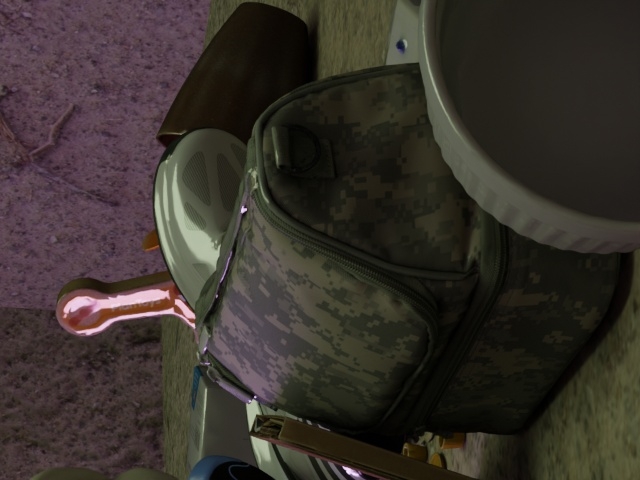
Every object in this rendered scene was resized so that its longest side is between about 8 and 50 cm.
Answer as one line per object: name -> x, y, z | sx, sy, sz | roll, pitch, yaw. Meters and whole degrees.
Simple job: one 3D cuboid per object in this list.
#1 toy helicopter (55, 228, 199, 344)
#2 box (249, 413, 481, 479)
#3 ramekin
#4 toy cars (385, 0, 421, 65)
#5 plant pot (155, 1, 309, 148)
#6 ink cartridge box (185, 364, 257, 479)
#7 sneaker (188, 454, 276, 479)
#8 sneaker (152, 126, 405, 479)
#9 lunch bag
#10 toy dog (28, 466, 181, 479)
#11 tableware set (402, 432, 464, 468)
toy helicopter -> -0.195, 0.056, 2.167 | 0.140, 0.355, 0.235 | -101, 2, -56
box -> 0.050, 0.177, 1.225 | 0.164, 0.201, 0.021 | 151, 137, -78
ramekin -> 0.150, -0.090, 0.818 | 0.109, 0.207, 0.207 | 100, 172, -76
toy cars -> 0.074, -0.267, 1.374 | 0.176, 0.087, 0.393 | 141, 121, -62
plant pot -> -0.104, -0.223, 2.283 | 0.215, 0.215, 0.230 | 152, 136, -78
ink cartridge box -> -0.079, 0.287, 1.953 | 0.171, 0.168, 0.232 | -152, 67, -79
sneaker -> -0.032, 0.293, 1.602 | 0.090, 0.232, 0.081 | -5, 53, 50
sneaker -> -0.019, 0.054, 1.630 | 0.447, 0.169, 0.257 | 67, 152, 8
lunch bag -> 0.049, 0.013, 1.144 | 0.305, 0.256, 0.212 | 112, 160, -60
toy dog -> -0.158, 0.428, 1.624 | 0.395, 0.285, 0.408 | 51, -163, -20
tableware set -> 0.101, 0.188, 1.429 | 0.154, 0.024, 0.104 | 120, 152, -66
